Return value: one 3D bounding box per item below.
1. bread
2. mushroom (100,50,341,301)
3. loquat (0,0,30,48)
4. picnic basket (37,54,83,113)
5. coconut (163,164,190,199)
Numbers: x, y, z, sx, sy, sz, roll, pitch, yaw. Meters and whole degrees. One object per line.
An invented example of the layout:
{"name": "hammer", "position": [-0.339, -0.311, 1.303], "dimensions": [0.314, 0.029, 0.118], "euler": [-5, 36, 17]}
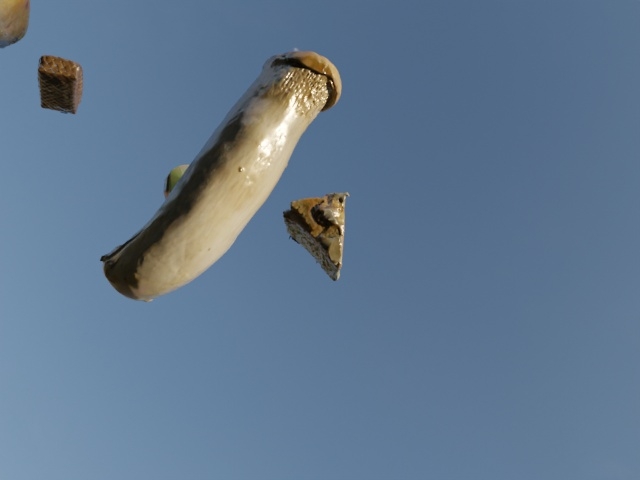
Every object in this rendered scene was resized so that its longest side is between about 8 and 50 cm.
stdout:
{"name": "bread", "position": [0.000, 0.000, 1.082], "dimensions": [0.127, 0.147, 0.152], "euler": [-10, -111, -4]}
{"name": "mushroom", "position": [-0.105, -0.075, 0.646], "dimensions": [0.122, 0.351, 0.095], "euler": [26, -18, 40]}
{"name": "loquat", "position": [-0.684, -0.498, 1.148], "dimensions": [0.179, 0.179, 0.227], "euler": [32, -20, 6]}
{"name": "picnic basket", "position": [-0.678, -0.397, 1.476], "dimensions": [0.110, 0.055, 0.193], "euler": [9, -22, -21]}
{"name": "coconut", "position": [-0.255, -0.099, 1.071], "dimensions": [0.082, 0.083, 0.081], "euler": [59, -25, -14]}
